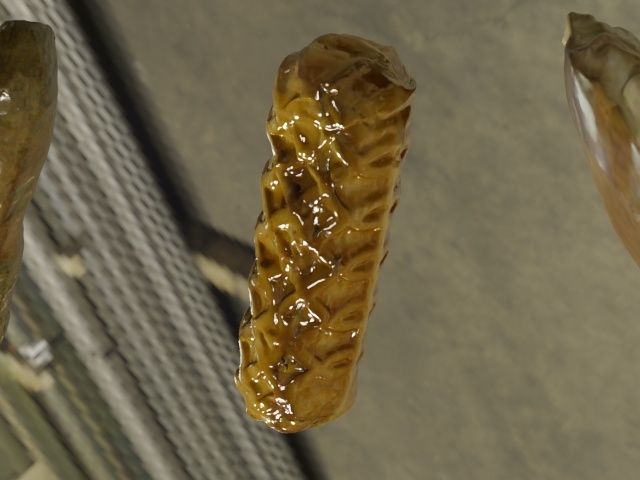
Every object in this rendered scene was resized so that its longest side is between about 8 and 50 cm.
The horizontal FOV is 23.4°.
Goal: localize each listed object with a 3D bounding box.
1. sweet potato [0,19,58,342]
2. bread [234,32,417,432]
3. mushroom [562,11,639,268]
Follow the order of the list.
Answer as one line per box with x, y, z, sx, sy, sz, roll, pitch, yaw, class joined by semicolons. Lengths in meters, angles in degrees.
-0.184;-0.006;0.801;0.075;0.075;0.273;41;138;11;sweet potato
0.000;0.000;0.544;0.044;0.052;0.157;35;129;37;bread
0.231;-0.059;0.507;0.301;0.233;0.208;-40;59;38;mushroom
